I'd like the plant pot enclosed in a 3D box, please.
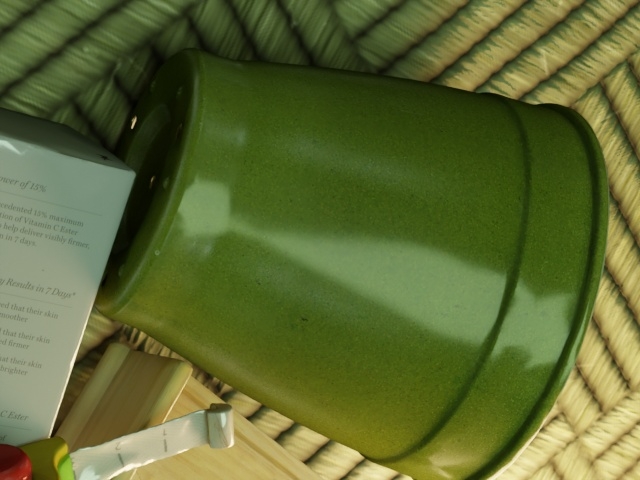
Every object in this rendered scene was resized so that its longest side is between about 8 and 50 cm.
[{"bbox_3d":[0.000,0.000,1.586,0.353,0.366,0.367,18,97,-20],"label":"plant pot"}]

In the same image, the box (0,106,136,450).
[{"bbox_3d":[-0.325,0.059,1.503,0.215,0.168,0.345,15,99,-31],"label":"box"}]

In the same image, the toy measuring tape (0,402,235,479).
[{"bbox_3d":[-0.198,0.206,1.455,0.330,0.121,0.121,-15,112,-26],"label":"toy measuring tape"}]

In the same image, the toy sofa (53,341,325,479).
[{"bbox_3d":[-0.094,0.250,1.708,0.362,0.177,0.150,41,71,-31],"label":"toy sofa"}]
